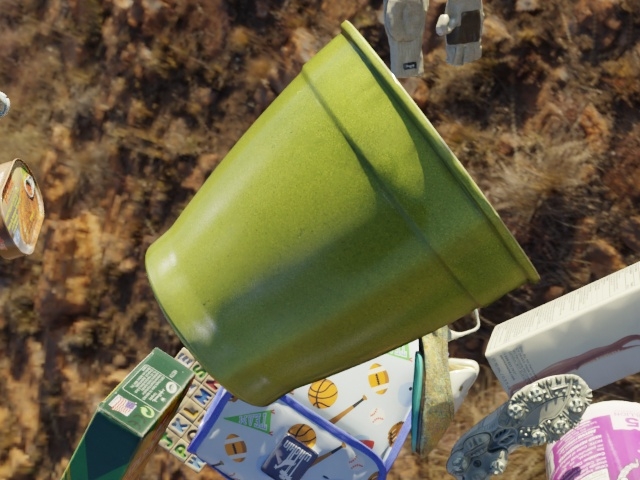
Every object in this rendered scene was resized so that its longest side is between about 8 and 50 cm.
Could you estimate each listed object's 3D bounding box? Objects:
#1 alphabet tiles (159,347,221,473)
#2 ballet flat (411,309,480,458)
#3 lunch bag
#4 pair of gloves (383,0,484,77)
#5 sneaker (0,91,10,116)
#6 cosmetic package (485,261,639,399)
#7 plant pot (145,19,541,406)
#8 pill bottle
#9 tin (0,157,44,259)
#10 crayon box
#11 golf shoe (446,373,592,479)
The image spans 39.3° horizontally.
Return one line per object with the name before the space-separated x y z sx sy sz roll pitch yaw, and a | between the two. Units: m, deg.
alphabet tiles | -0.265 0.351 1.923 0.237 0.198 0.009 -51 6 0
ballet flat | 0.191 0.162 1.389 0.123 0.123 0.348 -4 86 40
lunch bag | -0.008 0.289 1.601 0.385 0.328 0.239 -58 4 -14
pair of gloves | 0.220 -0.428 1.729 0.042 0.240 0.204 25 128 56
sneaker | -0.652 -0.258 1.582 0.083 0.190 0.071 157 114 -79
cosmetic package | 0.432 0.156 1.447 0.296 0.153 0.129 -29 93 23
plant pot | 0.000 0.000 1.046 0.353 0.366 0.366 -36 57 7
pill bottle | 0.334 0.318 0.950 0.169 0.169 0.301 -45 11 23
tin | -0.448 -0.047 1.308 0.040 0.106 0.190 -12 31 0
crayon box | -0.318 0.339 1.351 0.081 0.202 0.318 32 113 3
golf shoe | 0.211 0.197 0.979 0.176 0.086 0.069 -35 94 8
